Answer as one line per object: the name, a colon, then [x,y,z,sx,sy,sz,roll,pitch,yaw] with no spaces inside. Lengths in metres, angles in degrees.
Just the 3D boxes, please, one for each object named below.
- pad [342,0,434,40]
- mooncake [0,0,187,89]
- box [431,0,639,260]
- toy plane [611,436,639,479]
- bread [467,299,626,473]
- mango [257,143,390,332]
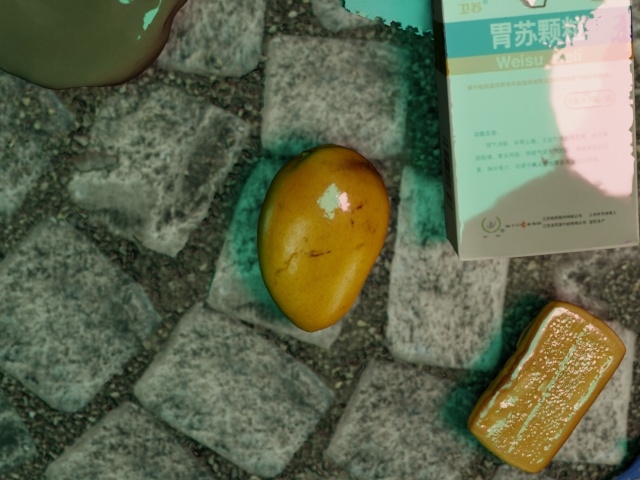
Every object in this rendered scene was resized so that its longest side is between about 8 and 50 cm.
pad: [0.186,-0.343,1.298,0.269,0.012,0.269,20,99,-3]
mooncake: [-0.264,-0.290,1.249,0.275,0.135,0.275,1,102,3]
box: [0.234,-0.137,1.277,0.200,0.106,0.299,-5,105,0]
toy plane: [0.384,0.272,1.385,0.167,0.054,0.062,-34,88,15]
bread: [0.259,0.167,1.357,0.116,0.077,0.200,33,97,-4]
mango: [0.000,0.000,1.310,0.145,0.112,0.219,9,104,-5]
